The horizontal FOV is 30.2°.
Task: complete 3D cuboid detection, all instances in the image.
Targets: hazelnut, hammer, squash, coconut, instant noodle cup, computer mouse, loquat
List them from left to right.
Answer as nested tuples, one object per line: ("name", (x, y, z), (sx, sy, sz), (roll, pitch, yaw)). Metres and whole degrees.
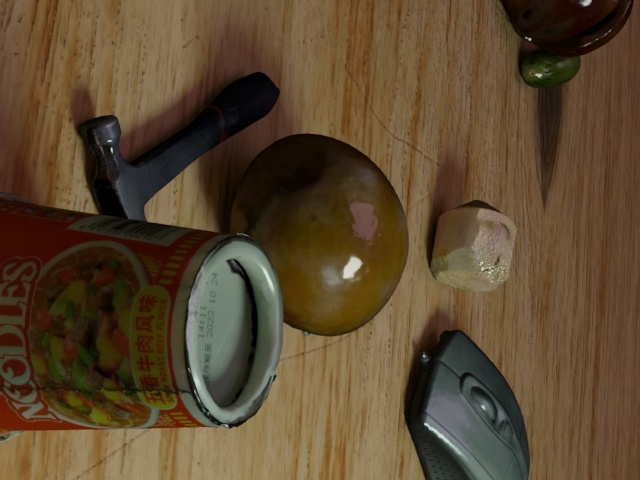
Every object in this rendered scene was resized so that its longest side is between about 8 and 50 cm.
("instant noodle cup", (-0.146, 0.059, 0.833), (0.193, 0.212, 0.193), (-4, 95, -64))
("hammer", (-0.112, -0.088, 1.088), (0.290, 0.037, 0.137), (-44, 129, -54))
("loquat", (0.000, 0.000, 1.169), (0.227, 0.179, 0.179), (71, 32, -49))
("coconut", (0.215, 0.002, 1.658), (0.116, 0.116, 0.122), (41, 55, -56))
("computer mouse", (0.221, 0.285, 1.679), (0.370, 0.122, 0.188), (65, 36, -35))
("squash", (0.406, -0.305, 2.075), (0.239, 0.069, 0.069), (-22, 110, -61))
("hazelnut", (0.388, -0.418, 1.915), (0.251, 0.217, 0.217), (38, 57, -46))

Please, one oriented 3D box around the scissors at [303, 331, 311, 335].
("scissors", (-0.006, 0.070, 1.336), (0.036, 0.006, 0.083), (66, 36, -43))
